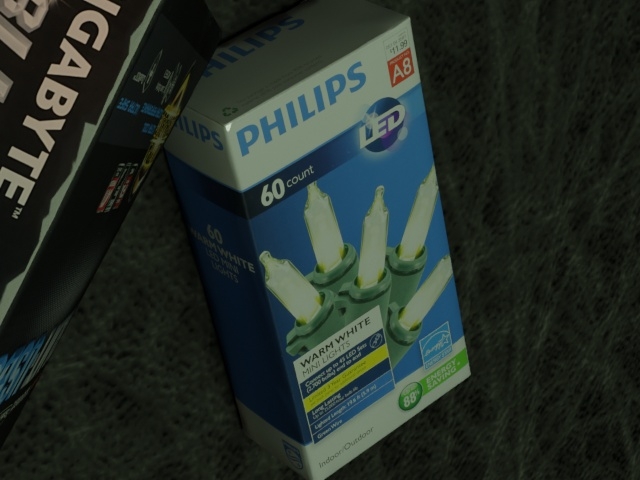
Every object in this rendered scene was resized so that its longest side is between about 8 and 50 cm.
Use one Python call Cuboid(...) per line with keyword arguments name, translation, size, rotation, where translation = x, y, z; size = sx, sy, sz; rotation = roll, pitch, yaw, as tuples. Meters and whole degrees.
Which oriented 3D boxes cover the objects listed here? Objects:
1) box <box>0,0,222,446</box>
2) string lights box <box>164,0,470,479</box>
Cuboid(name="box", translation=(-0.142, 0.014, 0.696), size=(0.073, 0.295, 0.293), rotation=(26, 91, -2))
Cuboid(name="string lights box", translation=(0.000, 0.000, 0.949), size=(0.133, 0.077, 0.259), rotation=(-33, 130, -25))
